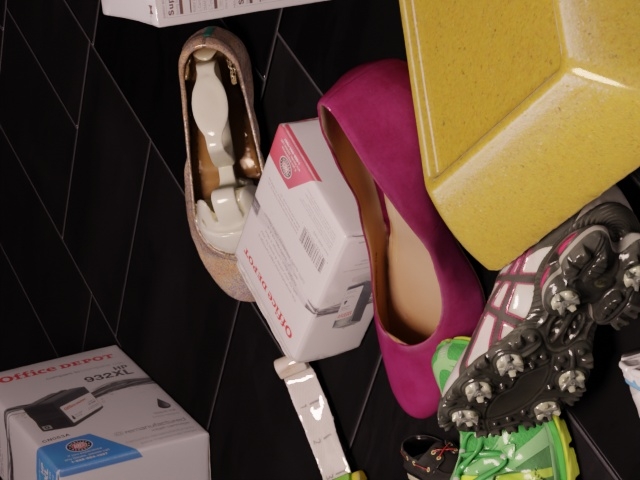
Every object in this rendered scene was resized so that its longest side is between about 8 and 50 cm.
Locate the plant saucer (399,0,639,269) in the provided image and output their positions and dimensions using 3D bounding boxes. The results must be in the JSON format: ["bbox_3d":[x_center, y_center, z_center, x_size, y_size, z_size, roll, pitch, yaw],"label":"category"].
[{"bbox_3d":[0.151,-0.183,1.329,0.333,0.081,0.333,136,131,-59],"label":"plant saucer"}]

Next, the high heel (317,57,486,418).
[{"bbox_3d":[0.054,0.012,1.553,0.127,0.181,0.377,19,119,42],"label":"high heel"}]

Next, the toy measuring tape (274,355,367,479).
[{"bbox_3d":[0.007,0.274,1.835,0.121,0.121,0.330,-43,63,59],"label":"toy measuring tape"}]

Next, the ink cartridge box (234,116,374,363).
[{"bbox_3d":[0.000,0.000,1.763,0.159,0.092,0.218,60,147,29],"label":"ink cartridge box"}]

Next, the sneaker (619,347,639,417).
[{"bbox_3d":[0.302,0.141,1.295,0.190,0.071,0.083,-149,45,-65],"label":"sneaker"}]

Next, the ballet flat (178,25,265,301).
[{"bbox_3d":[-0.110,-0.081,1.899,0.106,0.107,0.316,-65,-37,-85],"label":"ballet flat"}]

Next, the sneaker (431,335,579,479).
[{"bbox_3d":[0.163,0.225,1.515,0.109,0.123,0.296,-36,71,56],"label":"sneaker"}]

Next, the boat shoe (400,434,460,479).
[{"bbox_3d":[0.119,0.220,1.680,0.133,0.049,0.042,6,115,66],"label":"boat shoe"}]

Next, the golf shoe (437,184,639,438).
[{"bbox_3d":[0.185,0.060,1.429,0.273,0.105,0.120,-55,29,36],"label":"golf shoe"}]

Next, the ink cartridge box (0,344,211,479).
[{"bbox_3d":[-0.316,0.277,2.334,0.307,0.223,0.129,34,130,53],"label":"ink cartridge box"}]

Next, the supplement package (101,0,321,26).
[{"bbox_3d":[-0.079,-0.291,1.621,0.139,0.244,0.134,21,120,57],"label":"supplement package"}]
